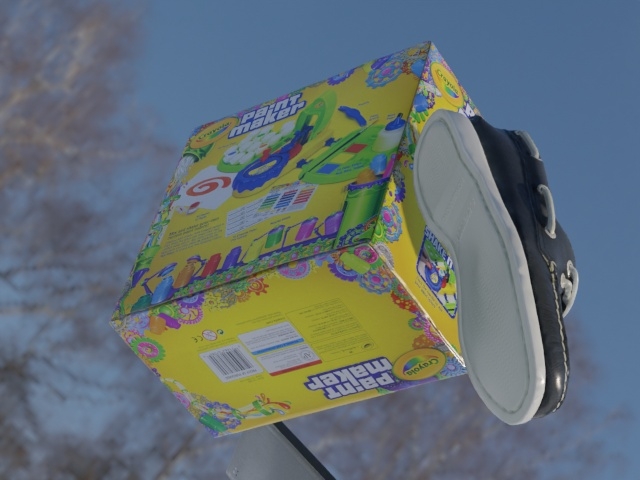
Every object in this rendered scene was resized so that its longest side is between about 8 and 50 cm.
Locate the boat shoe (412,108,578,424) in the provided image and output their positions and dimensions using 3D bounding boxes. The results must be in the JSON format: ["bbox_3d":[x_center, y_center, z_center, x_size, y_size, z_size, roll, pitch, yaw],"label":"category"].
[{"bbox_3d":[0.151,0.012,1.327,0.091,0.303,0.114,7,-42,-20],"label":"boat shoe"}]

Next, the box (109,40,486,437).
[{"bbox_3d":[0.000,0.000,1.631,0.290,0.279,0.177,-17,-54,32],"label":"box"}]

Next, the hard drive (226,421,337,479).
[{"bbox_3d":[-0.038,0.245,1.777,0.135,0.022,0.094,43,-56,34],"label":"hard drive"}]
